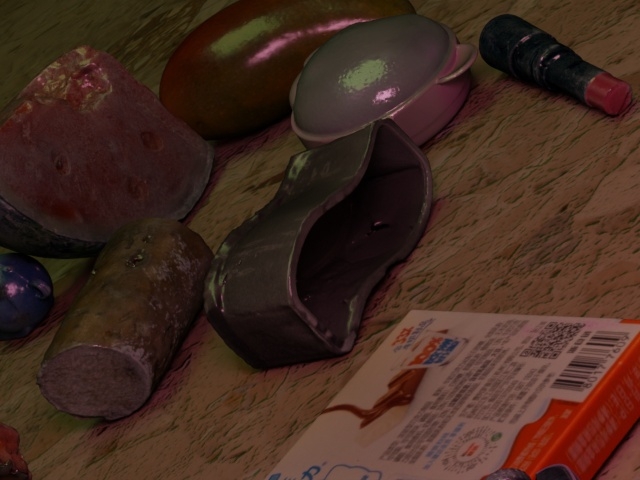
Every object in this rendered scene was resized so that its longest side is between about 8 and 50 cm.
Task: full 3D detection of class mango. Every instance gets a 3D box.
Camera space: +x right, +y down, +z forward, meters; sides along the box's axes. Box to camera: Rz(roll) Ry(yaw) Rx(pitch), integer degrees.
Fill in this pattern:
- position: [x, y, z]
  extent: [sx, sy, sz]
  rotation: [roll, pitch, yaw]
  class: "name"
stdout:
- position: [-0.041, -0.202, 2.102]
  extent: [0.289, 0.129, 0.146]
  rotation: [-24, 22, 4]
  class: "mango"

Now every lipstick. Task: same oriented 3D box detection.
- position: [0.211, -0.155, 1.751]
  extent: [0.053, 0.053, 0.234]
  rotation: [-38, 25, -6]
  class: "lipstick"

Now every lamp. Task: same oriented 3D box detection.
- position: [0.043, -0.155, 1.911]
  extent: [0.179, 0.108, 0.246]
  rotation: [-35, 22, -11]
  class: "lamp"

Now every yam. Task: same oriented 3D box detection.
- position: [-0.173, 0.073, 1.767]
  extent: [0.107, 0.107, 0.194]
  rotation: [-20, 28, 32]
  class: "yam"

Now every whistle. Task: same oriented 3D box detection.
- position: [-0.326, 0.056, 2.036]
  extent: [0.158, 0.090, 0.090]
  rotation: [-8, 35, 46]
  class: "whistle"

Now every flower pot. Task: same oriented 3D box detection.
- position: [0.000, 0.000, 1.671]
  extent: [0.108, 0.103, 0.229]
  rotation: [-16, 30, 41]
  class: "flower pot"

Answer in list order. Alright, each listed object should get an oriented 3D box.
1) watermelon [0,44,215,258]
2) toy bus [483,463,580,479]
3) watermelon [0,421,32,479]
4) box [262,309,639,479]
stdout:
- position: [-0.268, -0.082, 2.023]
  extent: [0.318, 0.226, 0.148]
  rotation: [-6, -12, -46]
  class: "watermelon"
- position: [0.085, 0.221, 1.120]
  extent: [0.199, 0.108, 0.096]
  rotation: [-34, 27, 9]
  class: "toy bus"
- position: [-0.347, 0.230, 1.535]
  extent: [0.302, 0.264, 0.151]
  rotation: [-26, 54, -2]
  class: "watermelon"
- position: [0.072, 0.154, 1.343]
  extent: [0.273, 0.048, 0.265]
  rotation: [-48, 26, -25]
  class: "box"
